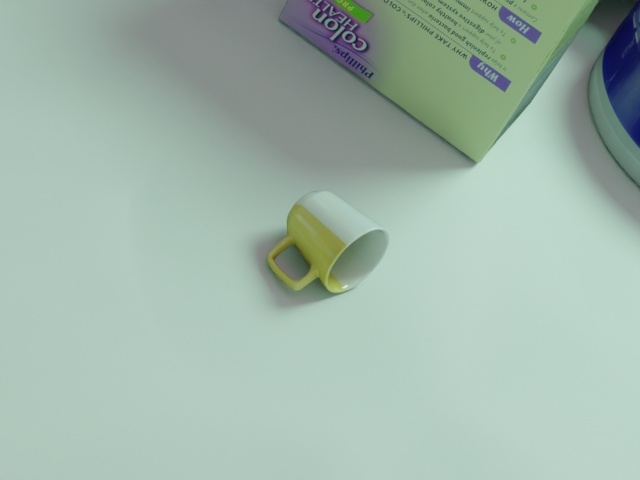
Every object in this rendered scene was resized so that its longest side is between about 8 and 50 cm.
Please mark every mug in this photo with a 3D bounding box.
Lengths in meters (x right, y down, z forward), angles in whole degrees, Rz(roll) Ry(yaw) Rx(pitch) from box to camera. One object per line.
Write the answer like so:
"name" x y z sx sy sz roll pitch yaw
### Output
"mug" 0.003 -0.003 1.481 0.078 0.062 0.064 -14 50 -46

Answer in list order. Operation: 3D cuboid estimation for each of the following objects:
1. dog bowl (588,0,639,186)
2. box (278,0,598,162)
"dog bowl" 0.379 -0.122 1.776 0.265 0.104 0.265 16 44 -16
"box" 0.118 -0.229 1.625 0.213 0.243 0.117 36 42 7
